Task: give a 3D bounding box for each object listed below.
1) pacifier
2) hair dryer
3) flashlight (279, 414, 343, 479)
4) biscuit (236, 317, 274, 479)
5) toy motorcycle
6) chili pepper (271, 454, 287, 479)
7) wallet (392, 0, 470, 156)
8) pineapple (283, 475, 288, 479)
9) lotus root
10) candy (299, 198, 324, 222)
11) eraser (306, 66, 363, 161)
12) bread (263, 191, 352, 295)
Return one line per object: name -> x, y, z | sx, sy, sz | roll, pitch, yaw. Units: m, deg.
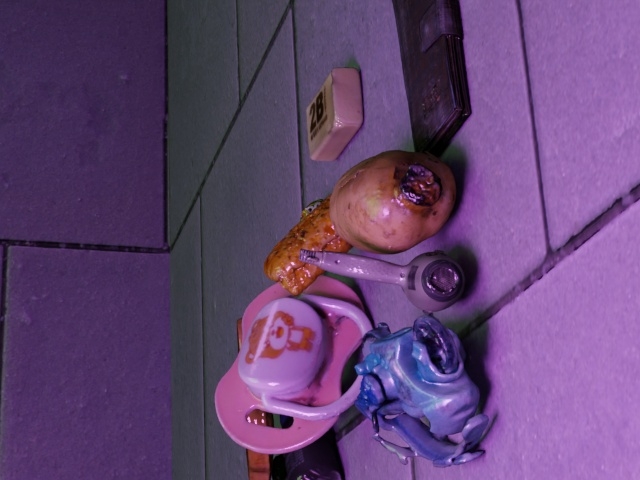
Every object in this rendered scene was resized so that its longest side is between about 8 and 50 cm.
pacifier -> -0.042, 0.214, 2.159 | 0.273, 0.220, 0.332 | 127, 164, -63
hair dryer -> 0.100, 0.051, 1.790 | 0.219, 0.225, 0.088 | 32, -112, -74
flashlight -> -0.040, 0.301, 2.360 | 0.424, 0.103, 0.103 | -106, 25, -50
biscuit -> -0.122, 0.305, 2.424 | 0.351, 0.057, 0.312 | 93, 170, -56
toy motorcycle -> 0.138, 0.202, 1.714 | 0.206, 0.154, 0.260 | 69, 158, 0
chili pepper -> -0.068, 0.510, 2.437 | 0.100, 0.074, 0.257 | 97, 170, -46
wallet -> 0.158, -0.288, 1.886 | 0.169, 0.044, 0.317 | 128, 141, -61
pineapple -> -0.038, 0.505, 2.280 | 0.237, 0.119, 0.111 | -135, 49, -63
lotus root -> 0.106, -0.057, 1.822 | 0.160, 0.146, 0.284 | -51, 7, -14
candy -> -0.009, 0.039, 2.383 | 0.077, 0.073, 0.262 | -78, -5, -55
eraser -> 0.024, -0.227, 2.306 | 0.172, 0.058, 0.117 | 132, 138, -64
bread -> 0.000, 0.000, 2.123 | 0.211, 0.083, 0.114 | -44, 17, -7
